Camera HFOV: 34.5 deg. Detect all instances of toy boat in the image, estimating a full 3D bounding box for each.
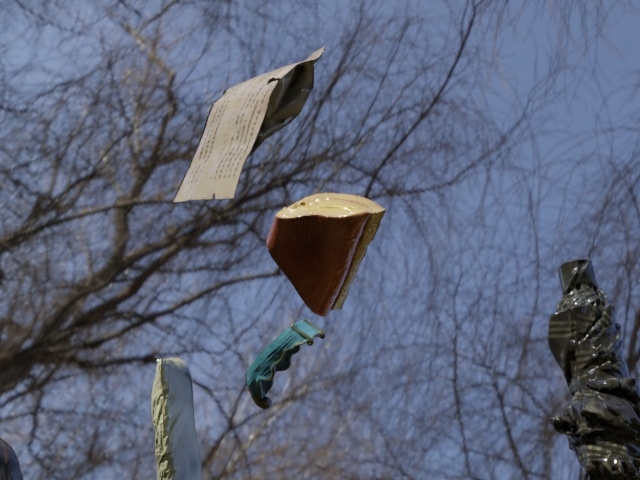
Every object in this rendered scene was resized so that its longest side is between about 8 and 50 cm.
[{"bbox_3d":[-0.067,0.222,1.834,0.185,0.075,0.077,-45,-102,21],"label":"toy boat"}]

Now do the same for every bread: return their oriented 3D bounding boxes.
[{"bbox_3d":[0.001,0.000,1.238,0.119,0.067,0.192,32,-45,7],"label":"bread"}]

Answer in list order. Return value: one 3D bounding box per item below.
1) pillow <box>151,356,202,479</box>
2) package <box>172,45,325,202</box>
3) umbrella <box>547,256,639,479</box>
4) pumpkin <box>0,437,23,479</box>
[{"bbox_3d":[-0.210,0.284,1.513,0.051,0.229,0.128,-7,-10,8],"label":"pillow"},{"bbox_3d":[-0.108,-0.162,1.437,0.062,0.251,0.204,40,-20,-21],"label":"package"},{"bbox_3d":[0.361,0.176,1.383,0.128,0.337,0.154,-13,-19,14],"label":"umbrella"},{"bbox_3d":[-0.525,0.365,1.453,0.162,0.219,0.219,6,-46,51],"label":"pumpkin"}]
